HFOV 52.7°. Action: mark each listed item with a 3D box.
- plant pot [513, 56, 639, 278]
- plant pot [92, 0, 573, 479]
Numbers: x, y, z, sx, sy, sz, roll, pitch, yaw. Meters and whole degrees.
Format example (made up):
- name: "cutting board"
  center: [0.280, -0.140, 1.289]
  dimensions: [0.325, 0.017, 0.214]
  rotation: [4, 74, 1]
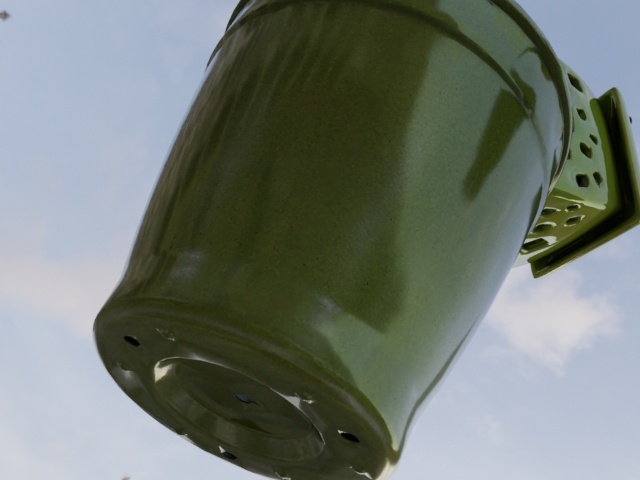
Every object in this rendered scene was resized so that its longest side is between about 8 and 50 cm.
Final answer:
- name: "plant pot"
  center: [0.267, -0.085, 0.823]
  dimensions: [0.228, 0.207, 0.227]
  rotation: [130, -32, -56]
- name: "plant pot"
  center: [0.000, 0.000, 0.559]
  dimensions: [0.367, 0.352, 0.366]
  rotation: [17, -38, 14]
